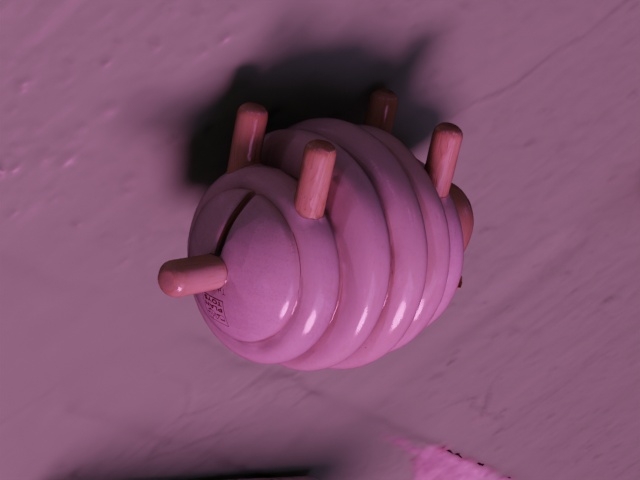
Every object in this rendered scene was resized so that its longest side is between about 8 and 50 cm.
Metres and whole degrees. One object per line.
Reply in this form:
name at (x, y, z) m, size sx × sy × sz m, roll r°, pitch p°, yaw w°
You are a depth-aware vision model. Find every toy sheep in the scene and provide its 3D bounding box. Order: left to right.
toy sheep at (0.000, 0.000, 0.597) m, size 0.132 × 0.091 × 0.091 m, roll -7°, pitch 142°, yaw -40°

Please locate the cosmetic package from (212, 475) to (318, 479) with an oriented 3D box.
cosmetic package at (-0.100, 0.244, 0.808) m, size 0.153 × 0.129 × 0.296 m, roll 0°, pitch 138°, yaw -39°
